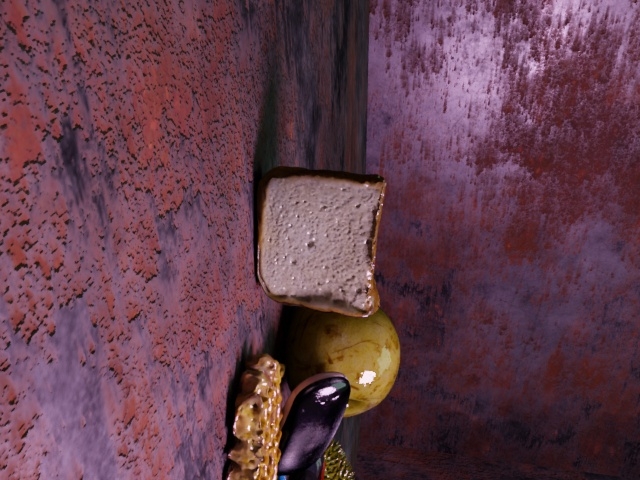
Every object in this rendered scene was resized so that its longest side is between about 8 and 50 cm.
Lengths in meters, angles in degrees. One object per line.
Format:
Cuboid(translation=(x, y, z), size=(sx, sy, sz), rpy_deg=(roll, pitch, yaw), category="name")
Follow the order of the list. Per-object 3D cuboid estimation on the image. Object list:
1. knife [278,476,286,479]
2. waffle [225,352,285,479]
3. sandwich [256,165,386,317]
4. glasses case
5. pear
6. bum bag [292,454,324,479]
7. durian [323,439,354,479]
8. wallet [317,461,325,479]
Cuboid(translation=(-0.087, 0.531, 1.350), size=(0.044, 0.026, 0.297), rpy_deg=(-92, -179, -60), category="knife")
Cuboid(translation=(-0.112, 0.345, 1.013), size=(0.283, 0.065, 0.309), rpy_deg=(86, 9, -50), category="waffle")
Cuboid(translation=(0.000, 0.000, 1.019), size=(0.087, 0.226, 0.251), rpy_deg=(-65, 159, -69), category="sandwich")
Cuboid(translation=(-0.029, 0.375, 1.172), size=(0.075, 0.122, 0.314), rpy_deg=(59, -39, 42), category="glasses case")
Cuboid(translation=(0.044, 0.252, 1.308), size=(0.283, 0.283, 0.284), rpy_deg=(4, 90, -80), category="pear")
Cuboid(translation=(-0.036, 0.624, 1.561), size=(0.310, 0.074, 0.137), rpy_deg=(-68, 170, -59), category="bum bag")
Cuboid(translation=(0.012, 0.784, 1.924), size=(0.169, 0.157, 0.355), rpy_deg=(-51, -177, 21), category="durian")
Cuboid(translation=(-0.032, 0.699, 1.584), size=(0.103, 0.020, 0.196), rpy_deg=(-46, -172, 20), category="wallet")
